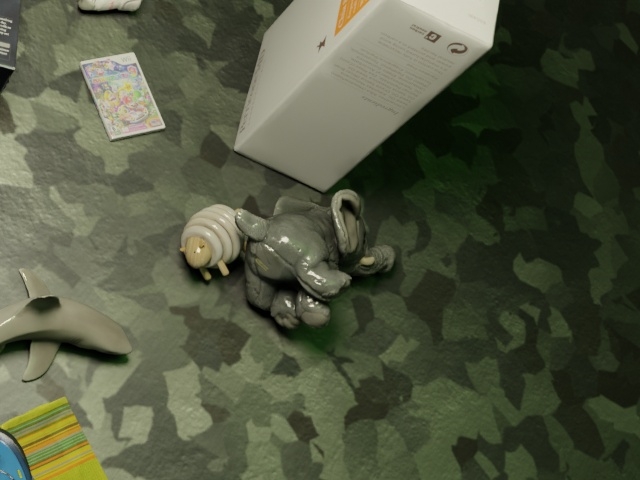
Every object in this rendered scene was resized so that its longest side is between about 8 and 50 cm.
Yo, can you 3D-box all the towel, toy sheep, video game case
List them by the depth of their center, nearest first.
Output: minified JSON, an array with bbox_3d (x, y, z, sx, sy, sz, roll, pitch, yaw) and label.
[{"bbox_3d":[-0.300,0.311,1.886,0.102,0.021,0.237,-25,82,-35],"label":"towel"},{"bbox_3d":[-0.142,-0.004,2.092,0.091,0.091,0.132,44,40,-5],"label":"toy sheep"},{"bbox_3d":[-0.277,-0.202,2.151,0.087,0.011,0.122,-16,76,-34],"label":"video game case"}]

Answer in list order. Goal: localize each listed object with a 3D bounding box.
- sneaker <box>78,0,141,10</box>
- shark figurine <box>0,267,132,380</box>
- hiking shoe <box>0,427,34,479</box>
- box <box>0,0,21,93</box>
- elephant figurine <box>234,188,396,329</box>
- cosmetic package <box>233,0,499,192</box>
[{"bbox_3d":[-0.335,-0.429,2.181,0.115,0.090,0.232,-15,74,-31],"label":"sneaker"},{"bbox_3d":[-0.369,0.112,1.887,0.278,0.116,0.166,-27,81,-38],"label":"shark figurine"},{"bbox_3d":[-0.375,0.316,1.727,0.113,0.132,0.304,4,43,-9],"label":"hiking shoe"},{"bbox_3d":[-0.452,-0.261,1.988,0.093,0.156,0.158,12,62,-24],"label":"box"},{"bbox_3d":[0.000,0.000,2.138,0.169,0.186,0.239,27,46,14],"label":"elephant figurine"},{"bbox_3d":[0.064,-0.276,2.107,0.161,0.453,0.230,24,57,-18],"label":"cosmetic package"}]
